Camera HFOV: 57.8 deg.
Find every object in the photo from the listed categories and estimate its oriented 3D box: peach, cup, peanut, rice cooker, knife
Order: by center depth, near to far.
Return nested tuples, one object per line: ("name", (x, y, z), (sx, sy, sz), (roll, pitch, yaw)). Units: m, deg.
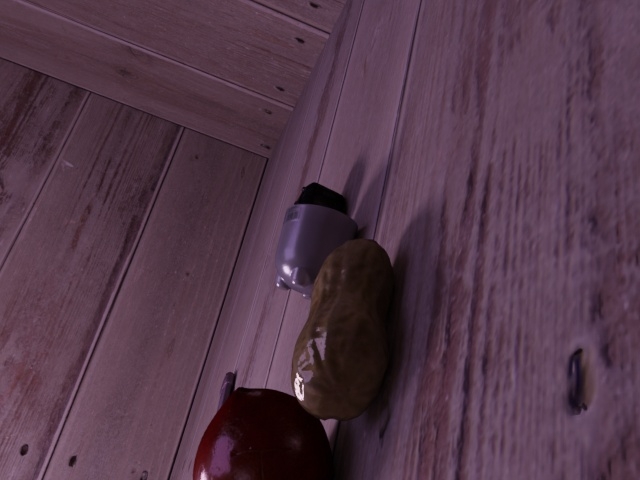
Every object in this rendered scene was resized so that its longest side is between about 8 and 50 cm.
("peanut", (0.037, 0.101, 0.738), (0.123, 0.124, 0.256), (126, 164, -54))
("peach", (-0.072, 0.286, 0.754), (0.197, 0.198, 0.197), (-161, 90, -78))
("cup", (-0.019, 0.031, 1.050), (0.173, 0.134, 0.141), (144, 142, -68))
("rice cooker", (-0.009, -0.052, 1.214), (0.112, 0.107, 0.165), (-59, 5, 31))
("knife", (-0.295, 0.526, 1.743), (0.398, 0.038, 0.132), (-95, 29, -66))
